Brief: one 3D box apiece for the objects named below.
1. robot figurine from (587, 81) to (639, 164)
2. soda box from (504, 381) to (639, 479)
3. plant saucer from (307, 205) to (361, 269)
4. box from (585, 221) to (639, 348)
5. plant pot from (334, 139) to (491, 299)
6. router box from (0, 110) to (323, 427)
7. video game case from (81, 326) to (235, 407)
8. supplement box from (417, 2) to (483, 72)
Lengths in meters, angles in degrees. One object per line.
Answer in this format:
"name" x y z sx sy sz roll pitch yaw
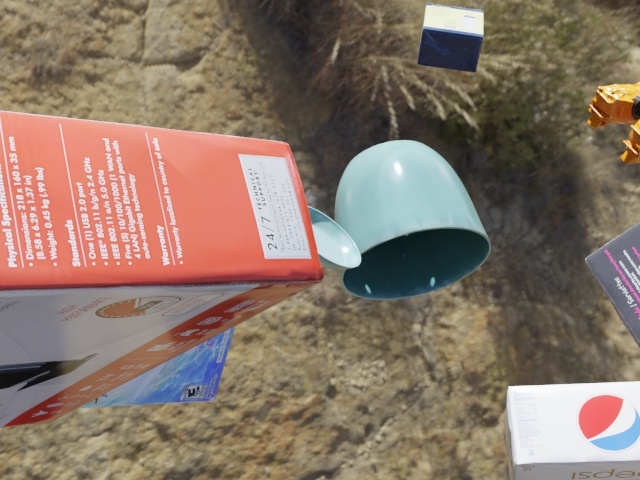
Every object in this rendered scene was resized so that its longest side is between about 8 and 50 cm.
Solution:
"robot figurine" 0.593 -0.191 1.416 0.291 0.085 0.211 -2 42 -21
"soda box" 0.259 0.157 0.693 0.216 0.074 0.069 -3 53 7
"plant saucer" 0.000 0.000 1.149 0.119 0.021 0.119 32 24 -16
"box" 0.406 0.097 0.881 0.163 0.142 0.247 28 32 -53
"plant pot" 0.160 -0.051 1.708 0.293 0.293 0.235 7 56 -32
"router box" -0.220 0.041 0.467 0.301 0.335 0.082 0 69 -42
"video game case" -0.217 0.079 1.086 0.244 0.061 0.269 5 110 -35
"supplement box" 0.181 -0.283 1.214 0.083 0.056 0.083 9 40 4
